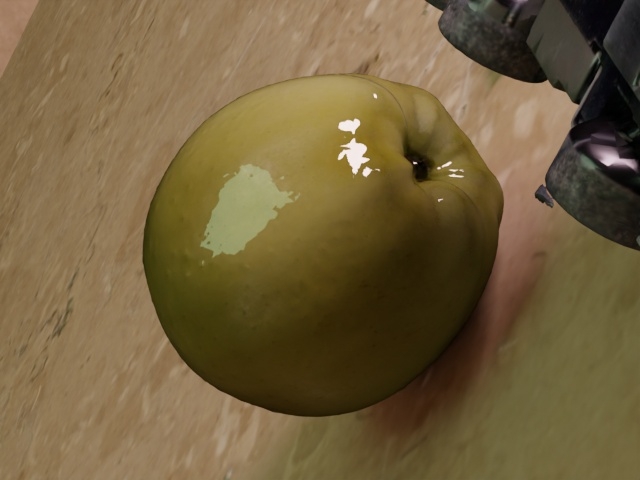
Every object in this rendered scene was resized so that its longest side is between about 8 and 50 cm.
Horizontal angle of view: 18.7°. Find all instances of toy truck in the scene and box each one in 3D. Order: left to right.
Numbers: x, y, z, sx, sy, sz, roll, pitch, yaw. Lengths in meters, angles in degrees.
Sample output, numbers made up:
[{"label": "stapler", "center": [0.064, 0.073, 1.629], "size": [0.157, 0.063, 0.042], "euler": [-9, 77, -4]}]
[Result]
[{"label": "toy truck", "center": [0.165, -0.121, 0.822], "size": [0.363, 0.178, 0.176], "euler": [-103, 34, -59]}]

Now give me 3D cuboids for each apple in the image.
[{"label": "apple", "center": [0.000, 0.000, 1.070], "size": [0.200, 0.200, 0.200], "euler": [-49, 25, 33]}]
